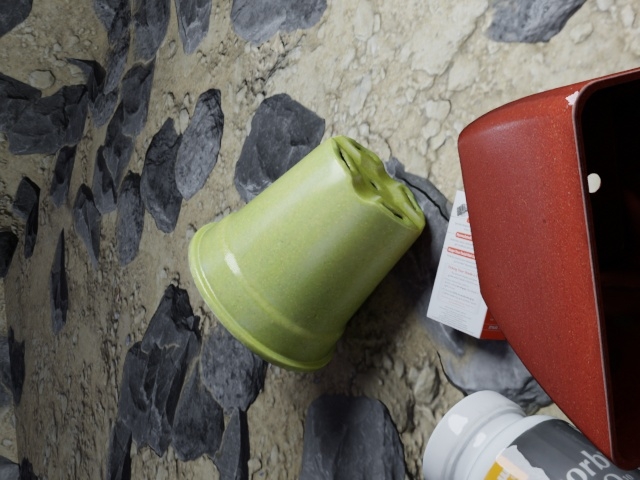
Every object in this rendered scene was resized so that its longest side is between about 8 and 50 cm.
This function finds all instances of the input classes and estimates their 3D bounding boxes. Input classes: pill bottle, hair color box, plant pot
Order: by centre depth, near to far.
[{"bbox_3d":[0.262,-0.023,0.566,0.235,0.267,0.267,-147,42,-69],"label":"plant pot"},{"bbox_3d":[0.237,0.270,0.645,0.278,0.162,0.162,31,107,50],"label":"pill bottle"},{"bbox_3d":[0.198,0.029,0.832,0.093,0.053,0.167,20,100,53],"label":"hair color box"},{"bbox_3d":[0.000,0.000,0.954,0.254,0.276,0.276,-44,50,22],"label":"plant pot"}]
